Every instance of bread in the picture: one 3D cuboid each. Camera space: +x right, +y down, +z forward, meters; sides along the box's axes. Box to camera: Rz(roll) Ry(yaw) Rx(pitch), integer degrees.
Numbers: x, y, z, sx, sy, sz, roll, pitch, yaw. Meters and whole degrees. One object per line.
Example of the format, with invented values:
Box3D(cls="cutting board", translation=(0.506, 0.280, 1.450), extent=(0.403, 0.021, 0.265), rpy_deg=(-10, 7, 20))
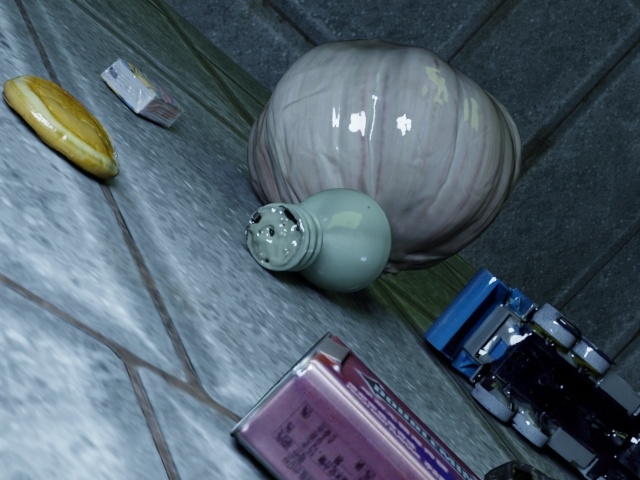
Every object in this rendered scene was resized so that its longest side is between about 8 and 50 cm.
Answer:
Box3D(cls="bread", translation=(-0.188, -0.085, 0.836), extent=(0.110, 0.024, 0.110), rpy_deg=(42, 7, -6))

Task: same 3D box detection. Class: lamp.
Box3D(cls="lamp", translation=(0.000, 0.000, 1.096), extent=(0.106, 0.106, 0.193), rpy_deg=(45, 17, 18))

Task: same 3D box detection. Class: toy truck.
Box3D(cls="toy truck", translation=(0.291, 0.179, 1.416), extent=(0.367, 0.146, 0.175), rpy_deg=(40, 4, -20))

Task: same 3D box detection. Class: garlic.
Box3D(cls="garlic", translation=(0.075, -0.086, 1.281), extent=(0.317, 0.259, 0.317), rpy_deg=(13, -13, 3))

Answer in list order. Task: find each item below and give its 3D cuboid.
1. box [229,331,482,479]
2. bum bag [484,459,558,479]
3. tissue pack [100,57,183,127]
Box3D(cls="box", translation=(0.058, 0.152, 0.617), extent=(0.224, 0.069, 0.120), rpy_deg=(44, 7, 2))
Box3D(cls="bum bag", translation=(0.241, 0.263, 0.952), extent=(0.248, 0.069, 0.102), rpy_deg=(39, -28, -18))
Box3D(cls="tissue pack", translation=(-0.187, -0.156, 1.203), extent=(0.063, 0.035, 0.083), rpy_deg=(45, 8, 14))
